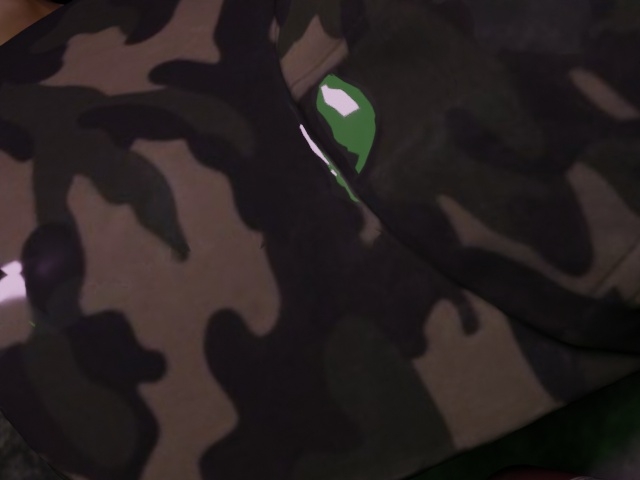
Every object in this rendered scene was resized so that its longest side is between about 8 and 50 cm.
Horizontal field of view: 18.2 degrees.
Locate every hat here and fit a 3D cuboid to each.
[{"bbox_3d":[0.025,-0.076,0.812,0.366,0.382,0.257,58,154,23],"label":"hat"}]

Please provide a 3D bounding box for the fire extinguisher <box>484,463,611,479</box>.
[{"bbox_3d":[0.111,0.141,0.835,0.231,0.099,0.071,6,117,38],"label":"fire extinguisher"}]

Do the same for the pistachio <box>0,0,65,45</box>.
[{"bbox_3d":[-0.141,-0.018,1.011,0.138,0.153,0.238,39,153,41],"label":"pistachio"}]
